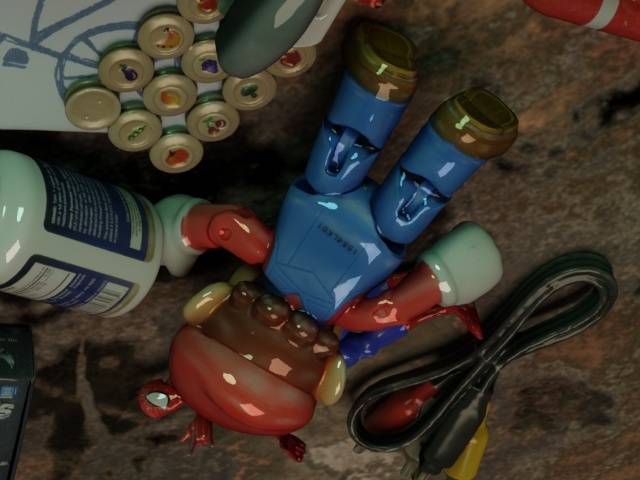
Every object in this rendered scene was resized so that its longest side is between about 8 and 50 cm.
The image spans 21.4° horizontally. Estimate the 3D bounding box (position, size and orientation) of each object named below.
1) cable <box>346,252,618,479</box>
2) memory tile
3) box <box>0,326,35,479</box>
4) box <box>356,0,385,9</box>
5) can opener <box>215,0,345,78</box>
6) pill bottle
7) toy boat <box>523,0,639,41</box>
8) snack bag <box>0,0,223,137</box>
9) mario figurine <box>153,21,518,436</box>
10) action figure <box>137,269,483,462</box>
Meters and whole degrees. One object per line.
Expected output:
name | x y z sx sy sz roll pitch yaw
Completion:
cable | 0.125 0.102 1.427 0.139 0.072 0.287 26 115 -14
memory tile | -0.085 -0.106 1.107 0.148 0.012 0.113 -39 131 25
box | -0.352 0.141 1.331 0.232 0.059 0.183 5 135 -17
box | 0.030 -0.214 1.060 0.094 0.027 0.137 15 131 -27
can opener | 0.025 -0.211 0.983 0.074 0.093 0.280 17 125 -23
pill bottle | -0.197 -0.008 1.158 0.094 0.094 0.169 -39 144 26
toy boat | 0.237 -0.166 1.069 0.231 0.151 0.151 12 133 -24
snack bag | -0.208 -0.185 1.030 0.342 0.037 0.323 0 136 -14
mario figurine | 0.000 0.000 1.212 0.170 0.198 0.320 5 128 -50
action figure | -0.010 0.113 1.331 0.280 0.139 0.091 -17 137 8
